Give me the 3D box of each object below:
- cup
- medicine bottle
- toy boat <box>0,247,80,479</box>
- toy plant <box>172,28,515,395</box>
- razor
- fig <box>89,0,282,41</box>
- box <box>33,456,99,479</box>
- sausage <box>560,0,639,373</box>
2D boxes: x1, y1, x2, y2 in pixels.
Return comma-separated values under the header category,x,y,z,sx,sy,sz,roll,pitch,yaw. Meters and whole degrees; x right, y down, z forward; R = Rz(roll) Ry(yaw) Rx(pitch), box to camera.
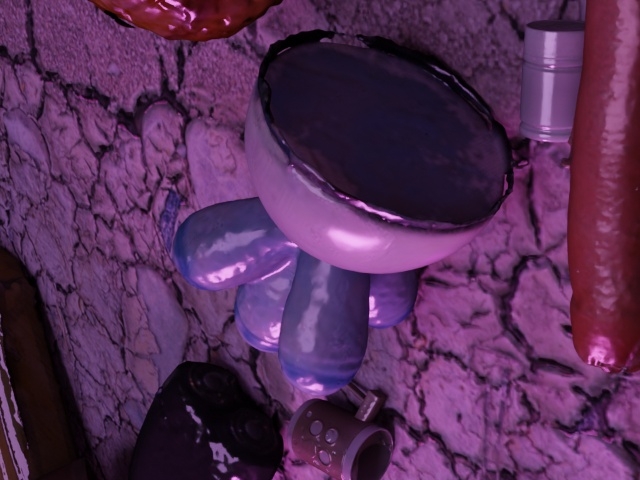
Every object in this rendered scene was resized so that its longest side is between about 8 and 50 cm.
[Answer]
category,x,y,z,sx,sy,sz,roll,pitch,yaw
cup,0.018,0.204,1.100,0.099,0.074,0.102,19,119,37
medicine bottle,0.188,-0.126,0.812,0.057,0.057,0.089,17,118,38
toy boat,-0.467,0.212,1.539,0.162,0.136,0.446,-9,96,41
toy plant,0.000,0.000,0.937,0.247,0.247,0.332,48,137,18
razor,-0.162,0.311,1.294,0.189,0.107,0.327,43,132,23
fig,-0.142,-0.345,0.936,0.369,0.286,0.286,-130,38,-58
box,-0.363,0.471,1.379,0.301,0.216,0.301,160,90,-78
sausage,0.235,-0.097,0.758,0.094,0.094,0.419,27,125,51
